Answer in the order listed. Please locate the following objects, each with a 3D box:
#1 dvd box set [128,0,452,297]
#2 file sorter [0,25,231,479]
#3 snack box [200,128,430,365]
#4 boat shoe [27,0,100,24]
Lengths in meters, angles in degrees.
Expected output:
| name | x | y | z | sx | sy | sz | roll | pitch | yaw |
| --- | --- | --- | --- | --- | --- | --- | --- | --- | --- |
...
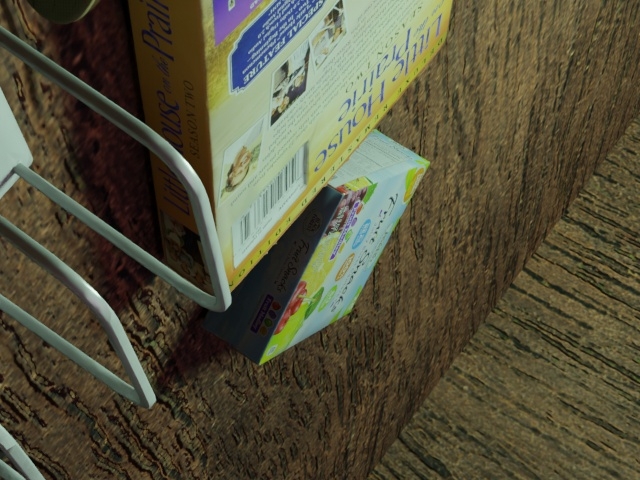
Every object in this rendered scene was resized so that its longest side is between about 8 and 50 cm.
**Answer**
| name | x | y | z | sx | sy | sz | roll | pitch | yaw |
| --- | --- | --- | --- | --- | --- | --- | --- | --- | --- |
| dvd box set | -0.001 | -0.174 | 0.959 | 0.307 | 0.062 | 0.420 | -50 | 163 | -23 |
| file sorter | -0.187 | 0.055 | 0.648 | 0.278 | 0.173 | 0.193 | -52 | 165 | -18 |
| snack box | 0.000 | 0.000 | 1.296 | 0.174 | 0.070 | 0.207 | -63 | 165 | 22 |
| boat shoe | -0.095 | -0.178 | 0.657 | 0.060 | 0.064 | 0.178 | -35 | 151 | -49 |
